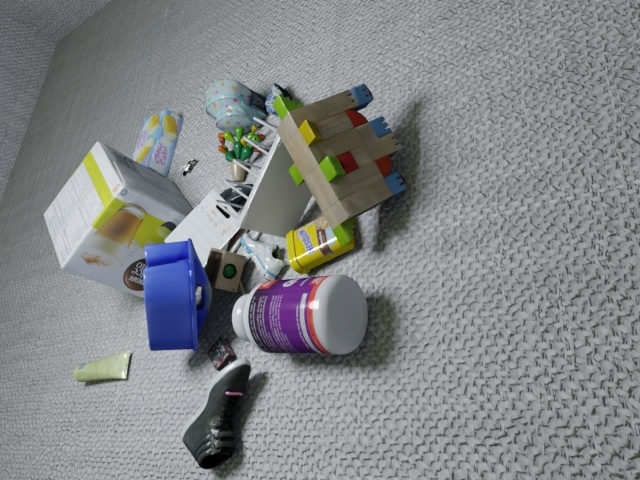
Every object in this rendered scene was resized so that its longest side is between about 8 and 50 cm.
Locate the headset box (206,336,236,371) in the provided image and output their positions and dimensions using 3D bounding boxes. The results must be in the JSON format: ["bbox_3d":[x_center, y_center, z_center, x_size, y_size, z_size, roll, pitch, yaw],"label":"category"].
[{"bbox_3d":[-0.275,0.321,1.585,0.062,0.032,0.083,-51,46,8],"label":"headset box"}]

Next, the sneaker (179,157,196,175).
[{"bbox_3d":[-0.483,-0.269,2.089,0.083,0.032,0.037,-36,62,27],"label":"sneaker"}]

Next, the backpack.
[{"bbox_3d":[-0.292,-0.445,1.900,0.165,0.188,0.145,-15,58,34],"label":"backpack"}]

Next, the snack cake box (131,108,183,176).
[{"bbox_3d":[-0.653,-0.372,2.246,0.152,0.089,0.264,-8,63,37],"label":"snack cake box"}]

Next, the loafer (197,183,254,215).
[{"bbox_3d":[-0.296,-0.120,1.821,0.223,0.076,0.078,-22,88,27],"label":"loafer"}]

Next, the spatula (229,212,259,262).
[{"bbox_3d":[-0.215,-0.048,1.746,0.242,0.019,0.168,-56,40,0],"label":"spatula"}]

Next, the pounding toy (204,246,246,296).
[{"bbox_3d":[-0.268,0.100,1.659,0.141,0.100,0.130,8,82,57],"label":"pounding toy"}]

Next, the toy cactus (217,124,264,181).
[{"bbox_3d":[-0.265,-0.283,1.873,0.219,0.112,0.181,-1,86,38],"label":"toy cactus"}]

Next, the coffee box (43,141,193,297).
[{"bbox_3d":[-0.663,-0.062,1.910,0.334,0.337,0.338,-51,46,7],"label":"coffee box"}]

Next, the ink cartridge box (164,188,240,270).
[{"bbox_3d":[-0.354,-0.017,1.784,0.232,0.066,0.189,-45,62,-2],"label":"ink cartridge box"}]

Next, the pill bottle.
[{"bbox_3d":[-0.058,0.181,1.366,0.322,0.181,0.182,-8,63,38],"label":"pill bottle"}]

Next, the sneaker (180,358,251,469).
[{"bbox_3d":[-0.238,0.450,1.441,0.296,0.104,0.147,-56,46,10],"label":"sneaker"}]

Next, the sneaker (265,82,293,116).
[{"bbox_3d":[-0.123,-0.429,1.834,0.081,0.080,0.211,-50,35,17],"label":"sneaker"}]

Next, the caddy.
[{"bbox_3d":[-0.396,0.156,1.601,0.241,0.179,0.341,-111,23,-54],"label":"caddy"}]

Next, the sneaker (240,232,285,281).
[{"bbox_3d":[-0.159,0.032,1.623,0.083,0.071,0.191,-45,54,4],"label":"sneaker"}]

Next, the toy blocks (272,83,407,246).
[{"bbox_3d":[0.078,-0.215,1.415,0.381,0.260,0.190,61,152,4],"label":"toy blocks"}]

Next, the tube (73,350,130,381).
[{"bbox_3d":[-0.728,0.433,1.906,0.240,0.062,0.070,-16,101,28],"label":"tube"}]

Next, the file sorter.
[{"bbox_3d":[-0.138,-0.177,1.572,0.173,0.192,0.278,37,106,40],"label":"file sorter"}]

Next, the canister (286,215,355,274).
[{"bbox_3d":[0.000,0.000,1.492,0.169,0.073,0.126,-27,53,26],"label":"canister"}]
